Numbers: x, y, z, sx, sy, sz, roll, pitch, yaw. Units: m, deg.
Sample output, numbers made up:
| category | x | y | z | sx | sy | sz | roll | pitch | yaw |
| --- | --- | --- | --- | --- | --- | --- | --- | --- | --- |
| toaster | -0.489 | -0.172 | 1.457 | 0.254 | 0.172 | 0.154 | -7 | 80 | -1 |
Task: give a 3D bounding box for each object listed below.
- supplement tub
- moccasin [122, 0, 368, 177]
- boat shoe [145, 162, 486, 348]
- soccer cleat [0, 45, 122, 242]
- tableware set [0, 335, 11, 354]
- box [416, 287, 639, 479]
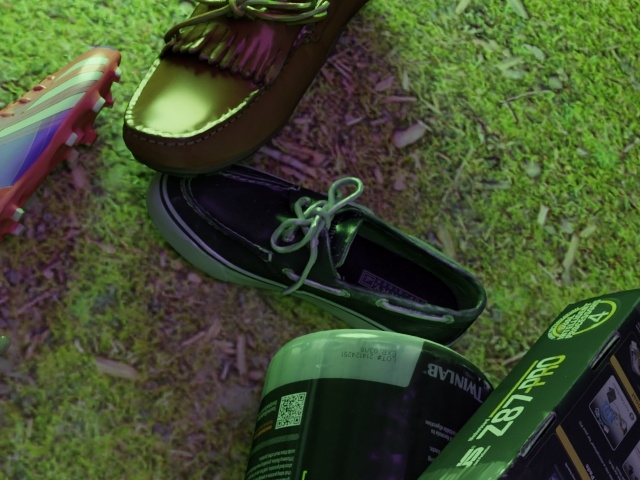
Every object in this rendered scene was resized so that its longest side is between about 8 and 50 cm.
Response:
| category | x | y | z | sx | sy | sz | roll | pitch | yaw |
| --- | --- | --- | --- | --- | --- | --- | --- | --- | --- |
| supplement tub | 0.026 | 0.244 | 1.136 | 0.193 | 0.193 | 0.316 | 18 | 61 | -12 |
| moccasin | -0.048 | -0.202 | 1.322 | 0.139 | 0.147 | 0.380 | 26 | 56 | 26 |
| boat shoe | -0.001 | 0.004 | 1.286 | 0.306 | 0.105 | 0.113 | 31 | 59 | -4 |
| soccer cleat | -0.254 | -0.085 | 1.251 | 0.095 | 0.083 | 0.248 | 31 | 62 | 0 |
| tableware set | -0.310 | 0.101 | 1.107 | 0.194 | 0.039 | 0.128 | 17 | 55 | -53 |
| box | 0.243 | 0.281 | 1.142 | 0.318 | 0.097 | 0.395 | -42 | 108 | -47 |
